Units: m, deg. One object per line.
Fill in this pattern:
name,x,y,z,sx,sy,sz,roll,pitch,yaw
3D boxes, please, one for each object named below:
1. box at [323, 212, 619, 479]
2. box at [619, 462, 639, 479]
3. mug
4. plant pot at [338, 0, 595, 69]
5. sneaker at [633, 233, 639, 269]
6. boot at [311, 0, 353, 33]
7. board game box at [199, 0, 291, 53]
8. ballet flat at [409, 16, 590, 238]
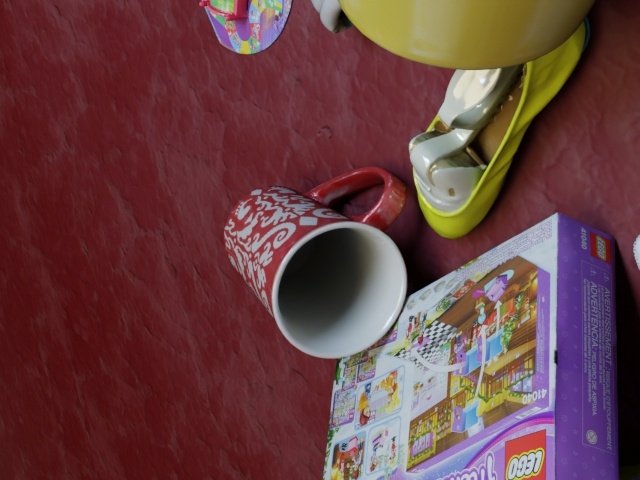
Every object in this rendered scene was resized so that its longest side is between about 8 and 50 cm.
box,0.098,0.128,0.793,0.293,0.057,0.201,-35,40,52
box,0.215,0.178,0.712,0.178,0.109,0.042,-30,78,53
mug,0.001,0.009,0.904,0.169,0.150,0.113,35,149,63
plant pot,0.093,-0.234,0.586,0.254,0.254,0.239,46,151,29
sneaker,0.250,-0.067,0.521,0.210,0.137,0.366,-11,105,51
boot,0.043,-0.258,0.759,0.123,0.095,0.258,56,150,8
board game box,-0.091,-0.250,0.964,0.133,0.033,0.169,-27,84,52
ballet flat,0.106,-0.080,0.758,0.077,0.077,0.231,51,139,22
